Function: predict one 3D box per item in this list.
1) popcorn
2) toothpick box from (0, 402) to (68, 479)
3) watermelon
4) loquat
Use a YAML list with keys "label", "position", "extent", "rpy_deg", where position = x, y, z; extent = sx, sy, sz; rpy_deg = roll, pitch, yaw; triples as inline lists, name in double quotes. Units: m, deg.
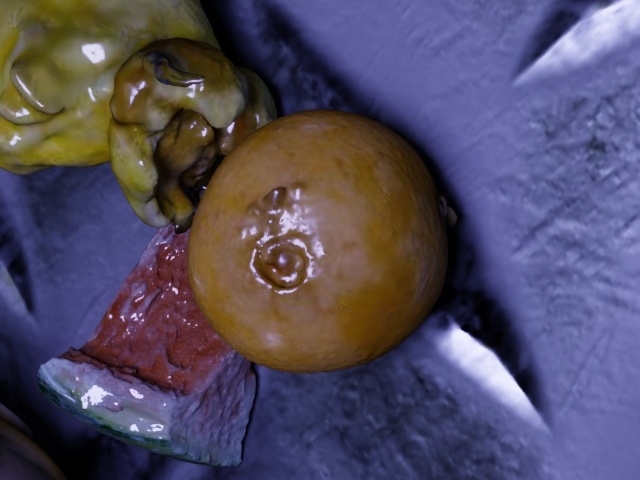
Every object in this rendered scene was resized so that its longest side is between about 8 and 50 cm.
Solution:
- label: "popcorn"
  position: [-0.129, -0.093, 1.037]
  extent: [0.195, 0.168, 0.173]
  rpy_deg: [51, 150, 26]
- label: "toothpick box"
  position: [-0.298, 0.248, 1.026]
  extent: [0.409, 0.409, 0.425]
  rpy_deg: [-49, 62, 25]
- label: "watermelon"
  position: [-0.077, 0.066, 1.089]
  extent: [0.098, 0.158, 0.121]
  rpy_deg: [21, 149, 16]
- label: "loquat"
  position: [0.000, 0.000, 0.979]
  extent: [0.141, 0.141, 0.141]
  rpy_deg: [2, 93, 33]
